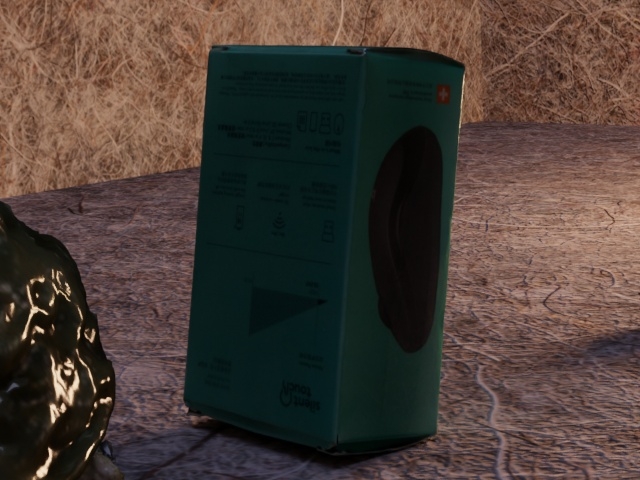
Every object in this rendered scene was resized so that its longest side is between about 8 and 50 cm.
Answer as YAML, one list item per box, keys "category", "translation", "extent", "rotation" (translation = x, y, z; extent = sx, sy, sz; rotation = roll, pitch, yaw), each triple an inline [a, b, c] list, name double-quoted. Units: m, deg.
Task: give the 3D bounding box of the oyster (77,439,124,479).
- category: "oyster"
  translation: [-0.206, 0.151, 1.259]
  extent: [0.191, 0.081, 0.163]
  rotation: [8, 9, 34]

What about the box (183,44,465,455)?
- category: "box"
  translation: [0.000, 0.000, 1.404]
  extent: [0.118, 0.311, 0.205]
  rotation: [2, 3, -39]

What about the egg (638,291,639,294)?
- category: "egg"
  translation: [0.374, 0.044, 1.759]
  extent: [0.096, 0.080, 0.080]
  rotation: [10, 7, -9]

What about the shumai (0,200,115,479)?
- category: "shumai"
  translation: [-0.319, 0.031, 1.071]
  extent: [0.324, 0.323, 0.397]
  rotation: [-13, 22, 9]
